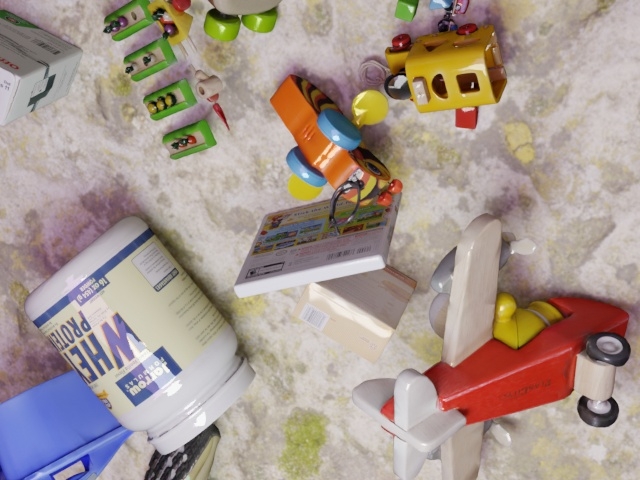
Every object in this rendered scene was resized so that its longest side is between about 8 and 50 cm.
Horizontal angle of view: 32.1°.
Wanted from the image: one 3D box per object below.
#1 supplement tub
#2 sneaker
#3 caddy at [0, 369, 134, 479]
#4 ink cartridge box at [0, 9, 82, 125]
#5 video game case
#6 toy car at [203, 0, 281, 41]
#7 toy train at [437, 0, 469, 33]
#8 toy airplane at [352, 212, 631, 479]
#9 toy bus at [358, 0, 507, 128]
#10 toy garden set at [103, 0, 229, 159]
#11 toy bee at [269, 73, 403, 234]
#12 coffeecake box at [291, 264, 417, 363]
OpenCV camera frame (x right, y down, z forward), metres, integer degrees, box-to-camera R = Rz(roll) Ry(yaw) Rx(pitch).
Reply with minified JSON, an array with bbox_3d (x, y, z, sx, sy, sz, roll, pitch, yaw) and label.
[{"bbox_3d":[-0.279,0.149,1.750,0.235,0.235,0.325,-37,96,23],"label":"supplement tub"},{"bbox_3d":[-0.223,0.490,1.940,0.182,0.158,0.411,12,113,-23],"label":"sneaker"},{"bbox_3d":[-0.436,0.334,1.813,0.241,0.341,0.179,-32,85,31],"label":"caddy"},{"bbox_3d":[-0.477,-0.264,1.671,0.153,0.208,0.087,29,114,4],"label":"ink cartridge box"},{"bbox_3d":[0.000,0.000,1.638,0.226,0.206,0.026,-13,118,19],"label":"video game case"},{"bbox_3d":[-0.145,-0.404,1.595,0.188,0.149,0.155,40,130,25],"label":"toy car"},{"bbox_3d":[0.192,-0.337,1.565,0.036,0.027,0.158,12,113,-1],"label":"toy train"},{"bbox_3d":[0.217,0.173,1.600,0.384,0.272,0.386,31,106,-38],"label":"toy airplane"},{"bbox_3d":[0.157,-0.230,1.547,0.191,0.104,0.202,31,131,-2],"label":"toy bus"},{"bbox_3d":[-0.225,-0.242,1.644,0.203,0.049,0.244,-11,108,51],"label":"toy garden set"},{"bbox_3d":[0.031,-0.106,1.603,0.162,0.298,0.195,21,142,-40],"label":"toy bee"},{"bbox_3d":[0.055,0.086,1.665,0.142,0.185,0.068,30,115,4],"label":"coffeecake box"}]
